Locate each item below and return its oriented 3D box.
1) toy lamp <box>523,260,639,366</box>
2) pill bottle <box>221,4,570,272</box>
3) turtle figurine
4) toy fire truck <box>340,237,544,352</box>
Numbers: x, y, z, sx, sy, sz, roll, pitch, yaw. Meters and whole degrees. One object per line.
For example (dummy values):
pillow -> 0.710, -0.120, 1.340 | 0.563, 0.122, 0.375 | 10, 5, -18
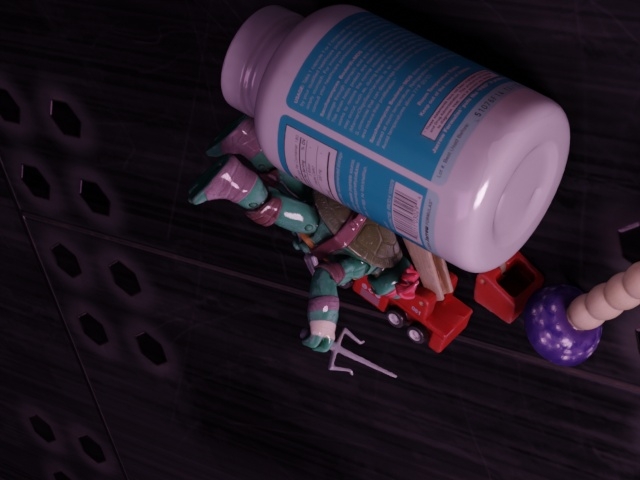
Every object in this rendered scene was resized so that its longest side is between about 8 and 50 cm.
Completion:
toy lamp -> 0.257, 0.025, 1.288 | 0.080, 0.080, 0.274 | 49, 148, -1
pill bottle -> 0.051, -0.093, 1.337 | 0.264, 0.146, 0.146 | 30, 141, 25
turtle figurine -> 0.000, 0.000, 1.443 | 0.234, 0.175, 0.118 | 42, 104, -15
toy fire truck -> 0.093, 0.026, 1.492 | 0.192, 0.047, 0.135 | 37, 144, 18
